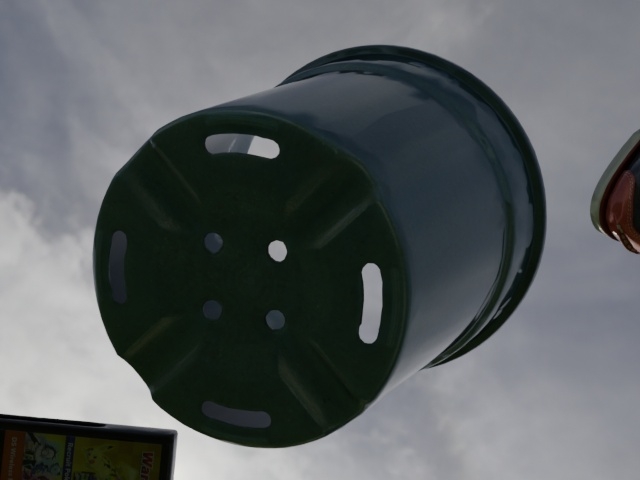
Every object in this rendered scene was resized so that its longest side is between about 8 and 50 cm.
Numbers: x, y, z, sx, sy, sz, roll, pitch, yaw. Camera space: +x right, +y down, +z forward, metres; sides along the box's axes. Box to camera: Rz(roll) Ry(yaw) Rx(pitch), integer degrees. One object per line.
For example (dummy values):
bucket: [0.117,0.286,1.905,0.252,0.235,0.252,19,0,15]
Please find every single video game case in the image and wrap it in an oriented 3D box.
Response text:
video game case: [-0.262,0.292,0.809,0.248,0.035,0.274,5,-91,0]

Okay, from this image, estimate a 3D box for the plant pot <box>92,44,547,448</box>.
plant pot: [0.000,0.000,0.806,0.341,0.334,0.341,4,-79,21]

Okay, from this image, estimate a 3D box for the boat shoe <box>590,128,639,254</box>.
boat shoe: [0.161,-0.054,0.373,0.049,0.043,0.137,30,-87,-27]
